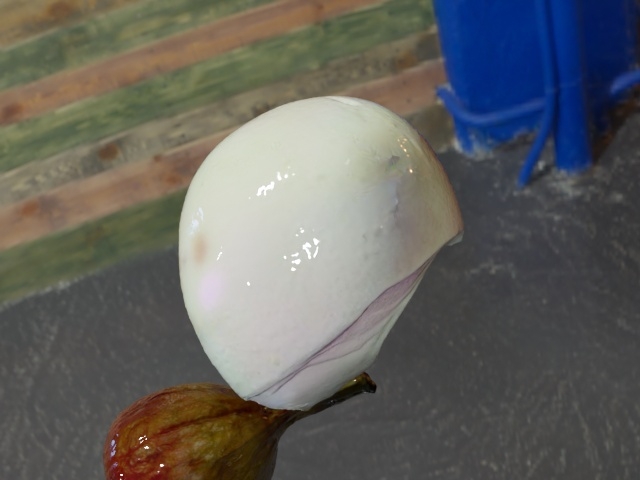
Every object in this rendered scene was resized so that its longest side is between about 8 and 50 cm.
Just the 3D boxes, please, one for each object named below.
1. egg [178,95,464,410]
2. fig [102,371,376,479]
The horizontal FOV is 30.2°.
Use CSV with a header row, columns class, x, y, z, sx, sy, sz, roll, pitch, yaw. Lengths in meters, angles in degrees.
class,x,y,z,sx,sy,sz,roll,pitch,yaw
egg,0.011,-0.017,0.954,0.162,0.206,0.271,-28,21,52
fig,-0.098,0.206,1.240,0.290,0.191,0.190,-41,45,-17
